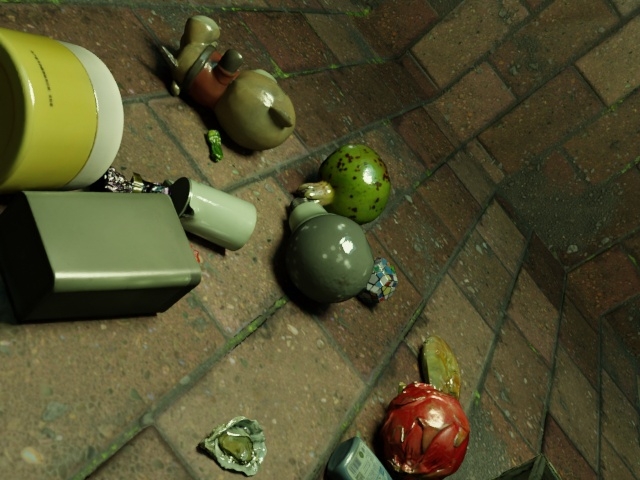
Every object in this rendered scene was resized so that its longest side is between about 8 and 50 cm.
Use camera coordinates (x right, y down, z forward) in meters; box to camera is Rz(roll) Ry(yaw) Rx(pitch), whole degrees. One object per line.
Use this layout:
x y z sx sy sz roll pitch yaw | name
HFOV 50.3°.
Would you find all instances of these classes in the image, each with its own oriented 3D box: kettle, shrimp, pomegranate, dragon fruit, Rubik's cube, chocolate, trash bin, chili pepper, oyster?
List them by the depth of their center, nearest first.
-0.314 0.022 0.968 0.241 0.122 0.164 -2 59 -55 | trash bin
-0.125 0.308 1.014 0.098 0.037 0.100 -41 113 -44 | oyster
-0.313 -0.091 1.152 0.147 0.072 0.070 6 96 -48 | chocolate
-0.205 -0.059 1.250 0.148 0.098 0.126 24 44 -37 | kettle
0.196 0.365 1.283 0.172 0.172 0.209 41 40 -21 | dragon fruit
-0.226 -0.202 1.464 0.030 0.034 0.091 -3 53 -18 | chili pepper
0.122 0.090 1.567 0.111 0.111 0.093 58 3 11 | Rubik's cube
0.282 0.330 1.568 0.145 0.061 0.267 51 24 -22 | shrimp
0.055 -0.128 1.651 0.248 0.202 0.202 -13 65 -29 | pomegranate

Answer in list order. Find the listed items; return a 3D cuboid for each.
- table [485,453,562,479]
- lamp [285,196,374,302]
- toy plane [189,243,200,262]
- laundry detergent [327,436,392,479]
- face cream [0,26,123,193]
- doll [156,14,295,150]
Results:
0.376 0.616 1.194 0.335 0.222 0.272 56 26 9 | table
0.012 0.014 1.442 0.182 0.182 0.314 42 11 -18 | lamp
-0.264 0.002 1.152 0.145 0.037 0.060 33 23 -25 | toy plane
0.099 0.437 1.158 0.206 0.061 0.096 50 25 -4 | laundry detergent
-0.410 -0.171 0.918 0.218 0.218 0.179 56 21 7 | face cream
-0.200 -0.330 1.497 0.330 0.235 0.174 39 72 -7 | doll
